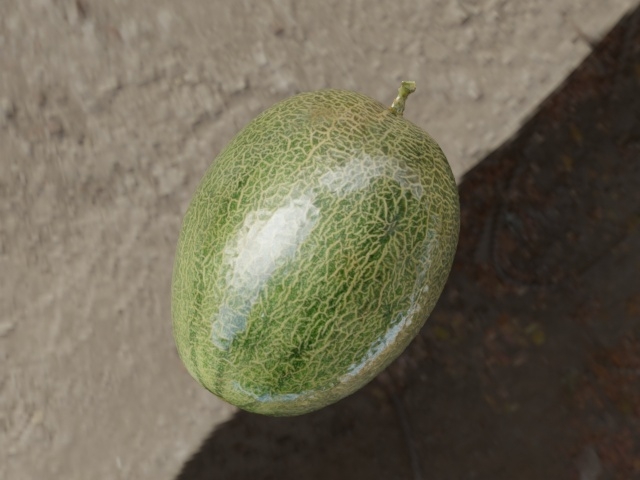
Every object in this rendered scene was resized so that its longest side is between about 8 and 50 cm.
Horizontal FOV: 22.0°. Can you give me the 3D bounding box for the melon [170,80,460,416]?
[{"bbox_3d":[0.000,0.000,0.849,0.139,0.139,0.192,33,82,-27],"label":"melon"}]
